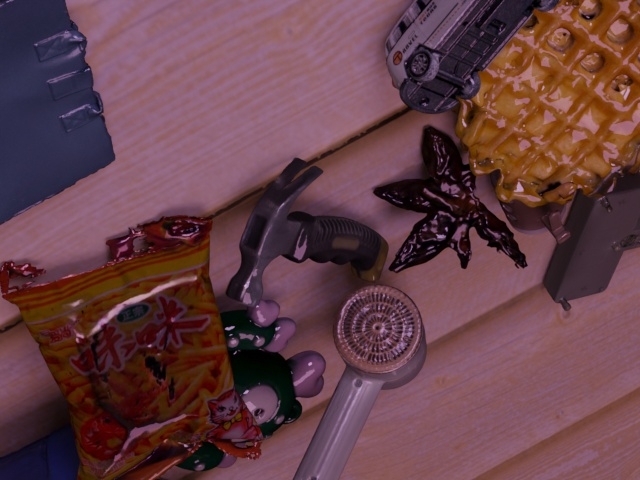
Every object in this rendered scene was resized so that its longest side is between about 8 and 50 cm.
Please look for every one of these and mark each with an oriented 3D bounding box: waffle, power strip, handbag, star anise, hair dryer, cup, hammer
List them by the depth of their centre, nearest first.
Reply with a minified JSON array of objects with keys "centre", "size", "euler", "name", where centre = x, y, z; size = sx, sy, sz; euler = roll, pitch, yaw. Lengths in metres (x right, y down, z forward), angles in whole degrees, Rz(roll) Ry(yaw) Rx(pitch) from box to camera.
[{"centre":[-0.257,-0.117,0.907],"size":[0.144,0.057,0.221],"euler":[-23,144,-15],"name":"handbag"},{"centre":[0.264,-0.156,1.118],"size":[0.262,0.060,0.280],"euler":[-9,123,8],"name":"waffle"},{"centre":[0.000,0.000,1.194],"size":[0.226,0.041,0.158],"euler":[11,105,-53],"name":"hammer"},{"centre":[0.135,-0.030,1.235],"size":[0.157,0.053,0.212],"euler":[-23,116,2],"name":"star anise"},{"centre":[0.243,-0.049,1.277],"size":[0.074,0.102,0.099],"euler":[-14,146,19],"name":"cup"},{"centre":[0.019,0.232,1.310],"size":[0.357,0.108,0.173],"euler":[-62,166,-10],"name":"hair dryer"},{"centre":[0.395,-0.005,1.462],"size":[0.145,0.061,0.215],"euler":[-13,142,-18],"name":"power strip"}]

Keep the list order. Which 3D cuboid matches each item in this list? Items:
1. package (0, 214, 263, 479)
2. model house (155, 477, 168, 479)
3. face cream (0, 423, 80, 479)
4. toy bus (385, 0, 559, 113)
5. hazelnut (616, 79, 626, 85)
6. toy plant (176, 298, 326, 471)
[{"centre":[-0.192,0.128,1.144],"size":[0.223,0.108,0.288],"euler":[-17,100,-19],"name":"package"},{"centre":[-0.249,0.395,1.466],"size":[0.219,0.207,0.136],"euler":[-39,106,15],"name":"model house"},{"centre":[-0.299,0.352,1.275],"size":[0.225,0.249,0.249],"euler":[-24,144,-5],"name":"face cream"},{"centre":[0.137,-0.211,1.018],"size":[0.087,0.089,0.194],"euler":[12,128,-44],"name":"toy bus"},{"centre":[0.397,-0.168,1.207],"size":[0.143,0.143,0.154],"euler":[-11,141,-23],"name":"hazelnut"},{"centre":[-0.112,0.179,1.305],"size":[0.233,0.112,0.243],"euler":[-32,134,5],"name":"toy plant"}]
